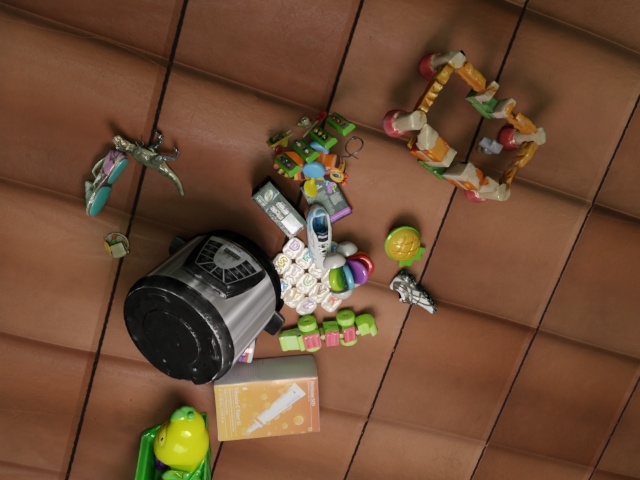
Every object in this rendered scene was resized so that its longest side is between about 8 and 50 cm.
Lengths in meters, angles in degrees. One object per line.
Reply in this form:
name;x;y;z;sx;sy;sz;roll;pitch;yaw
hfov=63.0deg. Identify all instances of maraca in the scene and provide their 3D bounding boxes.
maraca;0.286;0.022;1.767;0.127;0.099;0.185;-33;132;8

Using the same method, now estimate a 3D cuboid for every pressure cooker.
pressure cooker;-0.329;0.169;1.580;0.375;0.420;0.370;-3;115;29

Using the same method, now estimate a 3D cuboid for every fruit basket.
fruit basket;-0.480;0.713;1.717;0.283;0.392;0.392;-16;106;-2

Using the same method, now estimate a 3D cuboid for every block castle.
block castle;0.442;-0.340;1.634;0.453;0.213;0.303;34;87;-20

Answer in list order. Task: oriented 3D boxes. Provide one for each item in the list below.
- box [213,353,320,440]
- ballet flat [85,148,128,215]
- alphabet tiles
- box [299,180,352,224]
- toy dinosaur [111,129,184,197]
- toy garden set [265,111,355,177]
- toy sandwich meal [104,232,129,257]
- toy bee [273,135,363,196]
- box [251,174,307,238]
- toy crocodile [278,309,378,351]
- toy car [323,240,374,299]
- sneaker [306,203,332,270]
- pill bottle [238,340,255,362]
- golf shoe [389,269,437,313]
box;-0.182;0.540;1.808;0.345;0.168;0.215;-4;105;-6
ballet flat;-0.680;-0.185;1.620;0.079;0.077;0.221;32;94;5
alphabet tiles;-0.027;0.119;1.793;0.284;0.021;0.278;38;97;-14
box;0.019;-0.134;1.728;0.116;0.029;0.162;-28;107;1
toy dinosaur;-0.505;-0.262;1.622;0.268;0.064;0.118;38;98;-20
toy garden set;-0.047;-0.322;1.593;0.244;0.204;0.049;-39;132;-4
toy sandwich meal;-0.661;0.017;1.690;0.085;0.029;0.085;-2;105;-6
toy bee;0.011;-0.217;1.627;0.195;0.298;0.162;-59;141;-14
box;-0.130;-0.107;1.656;0.077;0.147;0.180;-41;104;5
toy crocodile;0.027;0.321;1.798;0.340;0.105;0.115;-9;116;-3
toy car;0.102;0.098;1.699;0.136;0.182;0.159;1;116;35
sneaker;0.000;0.000;1.705;0.085;0.086;0.237;-11;115;-6
pill bottle;-0.323;0.352;1.775;0.193;0.108;0.108;9;103;-8
golf shoe;0.326;0.195;1.832;0.094;0.077;0.198;-41;98;16
